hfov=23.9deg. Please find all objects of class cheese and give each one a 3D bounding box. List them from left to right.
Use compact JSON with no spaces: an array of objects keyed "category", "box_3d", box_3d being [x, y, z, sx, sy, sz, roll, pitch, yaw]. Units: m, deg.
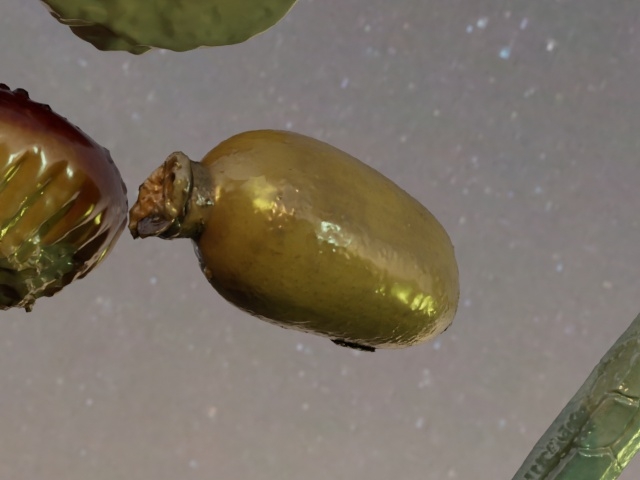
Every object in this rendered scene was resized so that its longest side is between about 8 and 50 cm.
[{"category":"cheese","box_3d":[-0.128,-0.304,1.352,0.326,0.115,0.318,-36,-41,20]}]

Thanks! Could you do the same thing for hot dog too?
[{"category":"hot dog","box_3d":[-0.328,-0.085,1.194,0.367,0.196,0.365,34,-8,-18]}]

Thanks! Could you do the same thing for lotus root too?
[{"category":"lotus root","box_3d":[0.002,0.000,1.136,0.303,0.146,0.131,23,-66,-37]}]

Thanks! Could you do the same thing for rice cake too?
[{"category":"rice cake","box_3d":[0.239,0.148,1.238,0.066,0.336,0.063,38,-4,-33]}]
